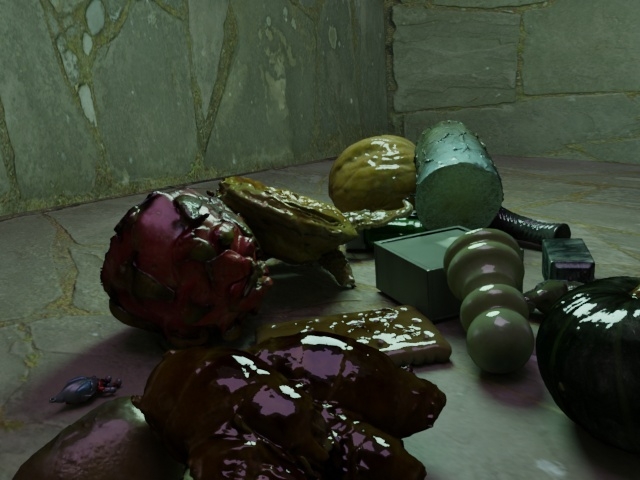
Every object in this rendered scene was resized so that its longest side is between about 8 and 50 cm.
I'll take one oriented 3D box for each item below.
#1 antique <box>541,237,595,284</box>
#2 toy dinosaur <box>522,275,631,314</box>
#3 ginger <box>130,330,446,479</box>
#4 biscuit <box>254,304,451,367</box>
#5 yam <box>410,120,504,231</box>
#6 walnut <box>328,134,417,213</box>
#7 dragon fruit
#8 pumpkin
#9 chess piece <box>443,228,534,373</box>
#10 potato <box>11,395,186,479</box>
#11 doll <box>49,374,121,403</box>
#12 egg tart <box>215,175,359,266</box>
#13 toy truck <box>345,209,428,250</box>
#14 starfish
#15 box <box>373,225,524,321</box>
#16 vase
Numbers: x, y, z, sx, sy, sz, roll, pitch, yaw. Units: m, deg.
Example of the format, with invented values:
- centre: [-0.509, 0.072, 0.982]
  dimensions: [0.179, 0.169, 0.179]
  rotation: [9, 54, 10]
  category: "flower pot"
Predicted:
- centre: [0.523, 0.061, 1.290]
  dimensions: [0.086, 0.088, 0.183]
  rotation: [-1, 15, 15]
  category: "antique"
- centre: [0.468, 0.116, 1.126]
  dimensions: [0.294, 0.077, 0.162]
  rotation: [1, 15, 5]
  category: "toy dinosaur"
- centre: [-0.020, 0.207, 0.722]
  dimensions: [0.357, 0.152, 0.274]
  rotation: [-1, 13, -32]
  category: "ginger"
- centre: [0.049, 0.175, 1.077]
  dimensions: [0.325, 0.044, 0.217]
  rotation: [-6, 14, -8]
  category: "biscuit"
- centre: [0.354, -0.172, 1.629]
  dimensions: [0.241, 0.241, 0.348]
  rotation: [-2, 31, 8]
  category: "yam"
- centre: [0.180, -0.186, 1.920]
  dimensions: [0.333, 0.333, 0.333]
  rotation: [-4, 15, 1]
  category: "walnut"
- centre: [-0.232, 0.079, 1.146]
  dimensions: [0.263, 0.296, 0.314]
  rotation: [37, 18, 14]
  category: "dragon fruit"
- centre: [0.430, 0.152, 0.775]
  dimensions: [0.300, 0.207, 0.300]
  rotation: [-16, 10, 3]
  category: "pumpkin"
- centre: [0.288, 0.112, 1.019]
  dimensions: [0.144, 0.144, 0.251]
  rotation: [-2, 38, 6]
  category: "chess piece"
- centre: [-0.248, 0.260, 0.724]
  dimensions: [0.120, 0.100, 0.261]
  rotation: [9, 20, 40]
  category: "potato"
- centre: [-0.373, 0.236, 0.965]
  dimensions: [0.057, 0.039, 0.114]
  rotation: [45, 29, 25]
  category: "doll"
- centre: [-0.082, -0.039, 1.371]
  dimensions: [0.352, 0.150, 0.352]
  rotation: [21, 8, -3]
  category: "egg tart"
- centre: [0.182, -0.022, 1.657]
  dimensions: [0.242, 0.101, 0.125]
  rotation: [1, 19, 17]
  category: "toy truck"
- centre: [0.000, 0.000, 1.528]
  dimensions: [0.432, 0.082, 0.324]
  rotation: [-2, 31, 19]
  category: "starfish"
- centre: [0.262, 0.066, 1.281]
  dimensions: [0.225, 0.117, 0.225]
  rotation: [-10, 17, -20]
  category: "box"
- centre: [0.535, -0.031, 1.612]
  dimensions: [0.115, 0.115, 0.237]
  rotation: [-14, 22, -33]
  category: "vase"
